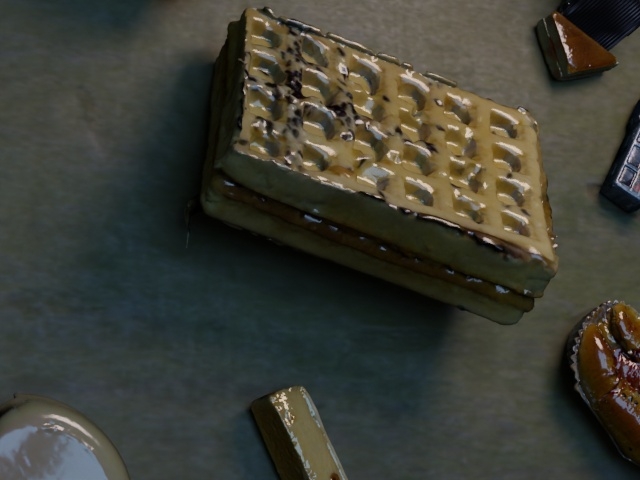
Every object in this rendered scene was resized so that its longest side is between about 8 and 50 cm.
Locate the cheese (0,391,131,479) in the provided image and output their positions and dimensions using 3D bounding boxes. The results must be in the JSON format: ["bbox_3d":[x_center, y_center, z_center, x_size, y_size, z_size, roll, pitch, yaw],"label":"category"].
[{"bbox_3d":[-0.229,0.279,1.573,0.163,0.082,0.286,-44,97,-25],"label":"cheese"}]

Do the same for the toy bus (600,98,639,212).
[{"bbox_3d":[0.391,-0.113,1.960,0.065,0.047,0.166,31,67,-9],"label":"toy bus"}]

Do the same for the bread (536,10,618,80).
[{"bbox_3d":[0.297,-0.215,1.946,0.109,0.043,0.062,32,65,-15],"label":"bread"}]

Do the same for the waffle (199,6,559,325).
[{"bbox_3d":[0.062,-0.085,1.727,0.376,0.114,0.261,20,44,-17],"label":"waffle"}]

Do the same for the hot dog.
[{"bbox_3d":[0.381,0.187,1.864,0.268,0.075,0.144,44,62,-11],"label":"hot dog"}]

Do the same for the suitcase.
[{"bbox_3d":[0.343,-0.282,1.939,0.086,0.126,0.059,35,51,-11],"label":"suitcase"}]

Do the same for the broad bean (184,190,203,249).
[{"bbox_3d":[-0.001,-0.010,1.755,0.318,0.056,0.098,7,62,-23],"label":"broad bean"}]

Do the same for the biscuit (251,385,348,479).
[{"bbox_3d":[-0.006,0.239,1.697,0.056,0.052,0.188,-24,88,-39],"label":"biscuit"}]
